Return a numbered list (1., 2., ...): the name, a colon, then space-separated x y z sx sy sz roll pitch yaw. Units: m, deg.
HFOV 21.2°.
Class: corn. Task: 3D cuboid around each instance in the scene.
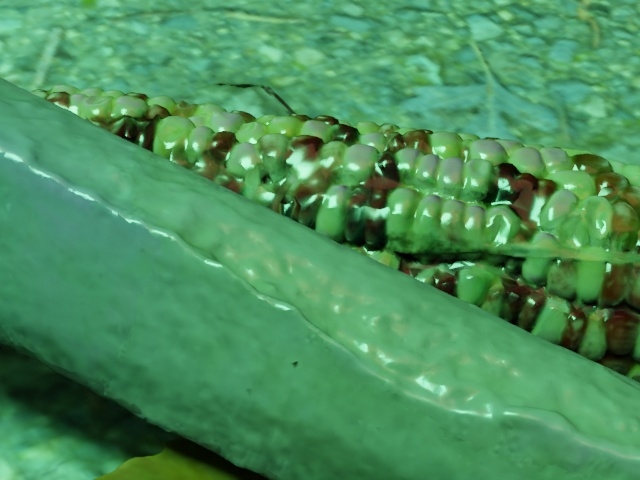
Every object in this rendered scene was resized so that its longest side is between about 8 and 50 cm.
1. corn: 0.000 0.000 0.625 0.280 0.092 0.092 9 38 5

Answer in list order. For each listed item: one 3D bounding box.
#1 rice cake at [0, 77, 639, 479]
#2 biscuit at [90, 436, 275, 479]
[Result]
1. rice cake: -0.034 0.020 0.551 0.399 0.070 0.064 25 26 7
2. biscuit: -0.058 0.132 0.482 0.162 0.035 0.250 20 35 18
